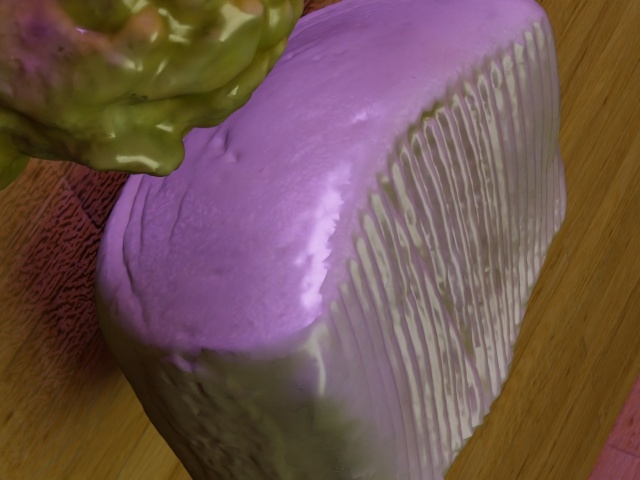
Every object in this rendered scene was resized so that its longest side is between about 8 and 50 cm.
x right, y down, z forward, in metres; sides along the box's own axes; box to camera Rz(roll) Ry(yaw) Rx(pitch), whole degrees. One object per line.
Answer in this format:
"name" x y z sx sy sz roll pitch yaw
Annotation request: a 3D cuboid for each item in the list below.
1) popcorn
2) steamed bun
"popcorn" -0.123 -0.137 0.674 0.212 0.259 0.259 -48 151 -66
"steamed bun" -0.002 -0.003 0.983 0.383 0.236 0.247 -57 143 -37
